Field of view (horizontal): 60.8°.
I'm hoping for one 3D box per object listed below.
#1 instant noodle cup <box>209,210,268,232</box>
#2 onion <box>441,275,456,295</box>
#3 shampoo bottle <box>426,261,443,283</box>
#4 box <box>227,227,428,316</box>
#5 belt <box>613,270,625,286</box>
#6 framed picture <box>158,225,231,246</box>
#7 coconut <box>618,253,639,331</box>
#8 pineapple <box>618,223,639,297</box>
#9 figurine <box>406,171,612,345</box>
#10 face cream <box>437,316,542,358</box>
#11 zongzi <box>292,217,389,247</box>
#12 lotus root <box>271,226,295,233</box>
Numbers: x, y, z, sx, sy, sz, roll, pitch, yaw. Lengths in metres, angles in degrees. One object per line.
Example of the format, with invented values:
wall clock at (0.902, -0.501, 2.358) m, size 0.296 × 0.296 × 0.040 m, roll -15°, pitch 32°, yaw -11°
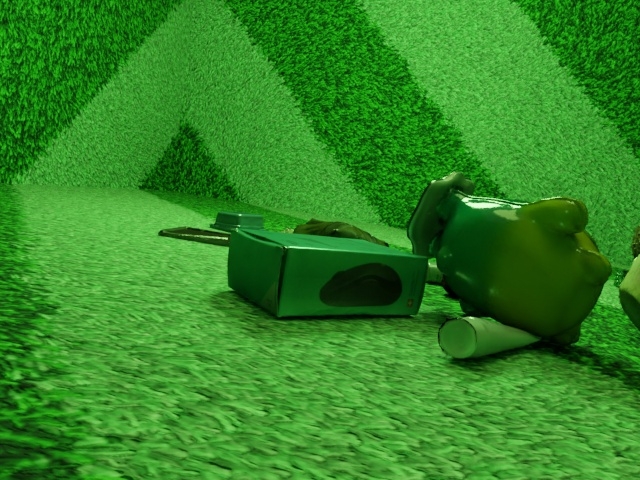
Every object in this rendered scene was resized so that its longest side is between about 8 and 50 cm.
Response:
instant noodle cup at (-0.293, -0.067, 1.976) m, size 0.157 × 0.070 × 0.179 m, roll 11°, pitch 7°, yaw 35°
onion at (0.335, 0.086, 1.283) m, size 0.107 × 0.097 × 0.107 m, roll -28°, pitch -13°, yaw -7°
shampoo bottle at (0.373, 0.097, 1.434) m, size 0.195 × 0.056 × 0.056 m, roll 9°, pitch 6°, yaw -1°
box at (0.011, 0.058, 0.987) m, size 0.312 × 0.118 × 0.205 m, roll 5°, pitch 5°, yaw -34°
belt at (1.154, 0.142, 1.986) m, size 0.152 × 0.079 × 0.121 m, roll 10°, pitch 6°, yaw 7°
framed picture at (-0.316, -0.011, 1.640) m, size 0.281 × 0.019 × 0.209 m, roll 9°, pitch 6°, yaw 8°
coconut at (0.735, 0.108, 1.051) m, size 0.259 × 0.259 × 0.259 m, roll 8°, pitch 6°, yaw -1°
pineapple at (0.973, 0.070, 1.624) m, size 0.128 × 0.247 × 0.128 m, roll 13°, pitch 11°, yaw -3°
figurine at (0.335, 0.033, 0.982) m, size 0.232 × 0.323 × 0.340 m, roll -22°, pitch 41°, yaw -32°
face cream at (0.258, 0.147, 0.834) m, size 0.092 × 0.058 × 0.244 m, roll 7°, pitch -2°, yaw 38°
zongzi at (0.000, 0.000, 1.274) m, size 0.251 × 0.125 × 0.274 m, roll 10°, pitch -9°, yaw 31°
lotus root at (-0.054, 0.014, 1.540) m, size 0.170 × 0.074 × 0.261 m, roll 14°, pitch 8°, yaw 19°
